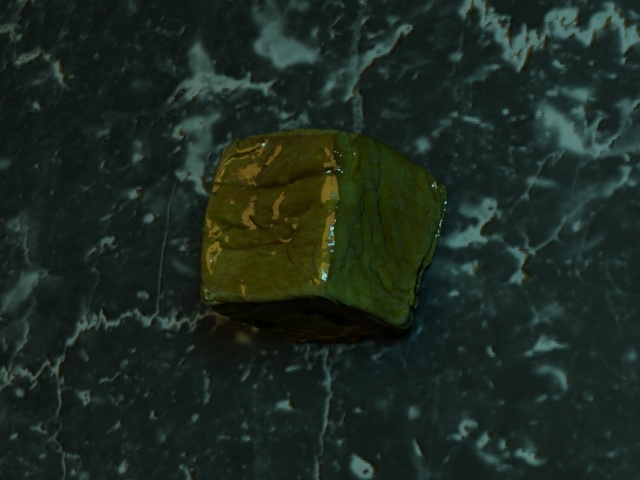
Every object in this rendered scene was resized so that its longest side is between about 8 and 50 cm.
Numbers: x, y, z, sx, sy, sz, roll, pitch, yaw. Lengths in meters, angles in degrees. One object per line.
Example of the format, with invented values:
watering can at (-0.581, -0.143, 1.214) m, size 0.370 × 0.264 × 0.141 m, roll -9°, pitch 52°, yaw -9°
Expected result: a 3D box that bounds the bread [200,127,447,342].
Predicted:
bread at (0.000, 0.000, 1.516) m, size 0.149 × 0.158 × 0.143 m, roll -1°, pitch 69°, yaw 31°
